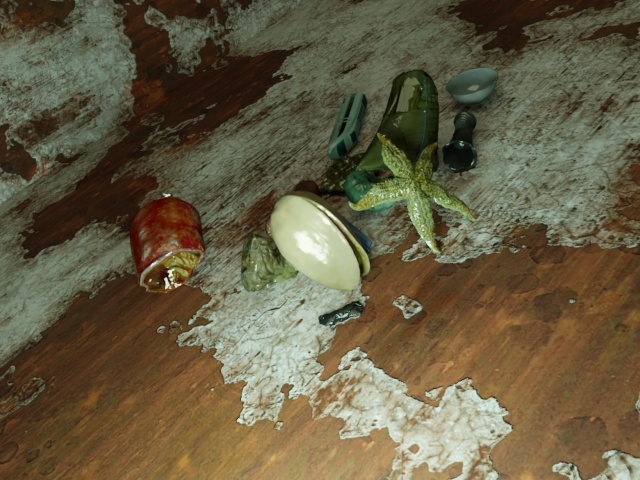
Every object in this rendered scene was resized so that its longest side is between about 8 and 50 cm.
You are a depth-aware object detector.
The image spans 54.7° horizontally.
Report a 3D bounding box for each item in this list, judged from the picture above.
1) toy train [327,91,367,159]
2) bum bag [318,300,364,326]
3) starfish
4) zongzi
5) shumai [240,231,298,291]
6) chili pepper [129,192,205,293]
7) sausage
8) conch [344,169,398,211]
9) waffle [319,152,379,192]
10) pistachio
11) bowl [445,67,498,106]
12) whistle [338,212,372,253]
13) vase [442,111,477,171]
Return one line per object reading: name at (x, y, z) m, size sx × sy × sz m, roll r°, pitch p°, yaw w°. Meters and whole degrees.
toy train at (0.108, -0.434, 2.362) m, size 0.088 × 0.086 × 0.406 m, roll -4°, pitch 40°, yaw 19°
bum bag at (0.054, 0.192, 1.600) m, size 0.125 × 0.034 × 0.058 m, roll -23°, pitch 25°, yaw 1°
starfish at (0.279, -0.155, 1.723) m, size 0.358 × 0.078 × 0.346 m, roll 17°, pitch 63°, yaw -1°
zongzi at (0.220, -0.358, 1.874) m, size 0.361 × 0.322 × 0.160 m, roll -9°, pitch 7°, yaw -44°
shumai at (-0.140, 0.067, 1.779) m, size 0.176 × 0.206 × 0.166 m, roll 3°, pitch 73°, yaw -6°
chili pepper at (-0.492, 0.028, 2.023) m, size 0.252 × 0.229 × 0.305 m, roll -24°, pitch 45°, yaw -4°
sausage at (-0.080, -0.110, 1.977) m, size 0.088 × 0.087 × 0.433 m, roll -9°, pitch 22°, yaw 21°
conch at (0.162, -0.156, 1.927) m, size 0.176 × 0.121 × 0.188 m, roll -24°, pitch 31°, yaw -37°
waffle at (0.106, -0.238, 2.125) m, size 0.204 × 0.054 × 0.223 m, roll -3°, pitch 39°, yaw 28°
pistachio at (0.000, 0.000, 1.676) m, size 0.193 × 0.318 × 0.214 m, roll -53°, pitch 6°, yaw -37°
bowl at (0.554, -0.539, 2.227) m, size 0.189 × 0.086 × 0.189 m, roll -17°, pitch 36°, yaw 13°
whistle at (0.059, -0.042, 1.888) m, size 0.062 × 0.062 × 0.304 m, roll -32°, pitch 35°, yaw -11°
vase at (0.460, -0.330, 2.001) m, size 0.116 × 0.115 × 0.237 m, roll -6°, pitch 35°, yaw 24°
